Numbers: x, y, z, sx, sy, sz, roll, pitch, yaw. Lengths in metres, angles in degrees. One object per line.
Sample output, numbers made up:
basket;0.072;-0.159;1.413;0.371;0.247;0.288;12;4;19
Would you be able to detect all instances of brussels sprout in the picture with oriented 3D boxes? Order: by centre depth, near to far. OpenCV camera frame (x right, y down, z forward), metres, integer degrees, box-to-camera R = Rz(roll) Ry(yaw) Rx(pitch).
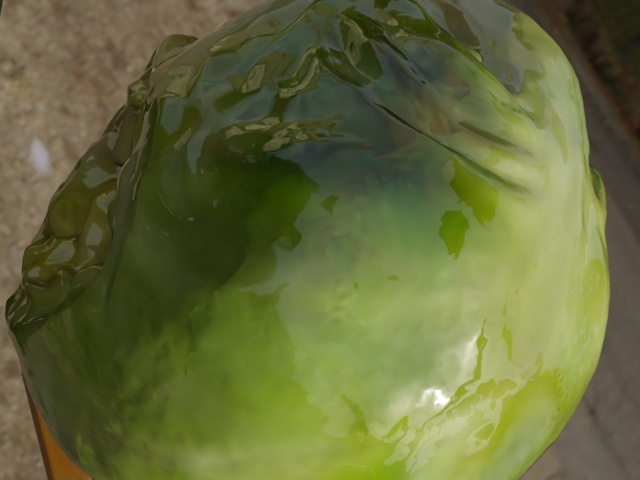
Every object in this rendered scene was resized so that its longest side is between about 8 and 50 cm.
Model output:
brussels sprout;0.000;0.000;0.786;0.268;0.344;0.344;90;-21;-63

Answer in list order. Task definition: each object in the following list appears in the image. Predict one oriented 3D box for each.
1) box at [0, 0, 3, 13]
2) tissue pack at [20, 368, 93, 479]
box;-0.395;-0.079;0.858;0.352;0.344;0.177;20;38;-20
tissue pack;-0.195;0.245;1.662;0.145;0.194;0.274;-22;100;-62
